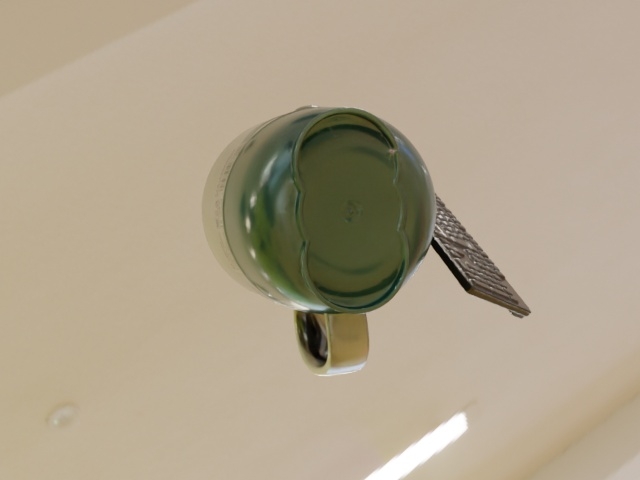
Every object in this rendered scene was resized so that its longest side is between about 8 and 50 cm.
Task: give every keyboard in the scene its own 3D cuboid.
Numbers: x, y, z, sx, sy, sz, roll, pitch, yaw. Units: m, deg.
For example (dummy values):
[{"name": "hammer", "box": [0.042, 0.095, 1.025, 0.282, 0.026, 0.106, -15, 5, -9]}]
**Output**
[{"name": "keyboard", "box": [0.145, -0.013, 1.173, 0.101, 0.309, 0.018, 24, -69, -31]}]

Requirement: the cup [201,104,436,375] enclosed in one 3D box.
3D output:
[{"name": "cup", "box": [0.000, 0.000, 1.070, 0.219, 0.257, 0.289, -5, -87, -15]}]
